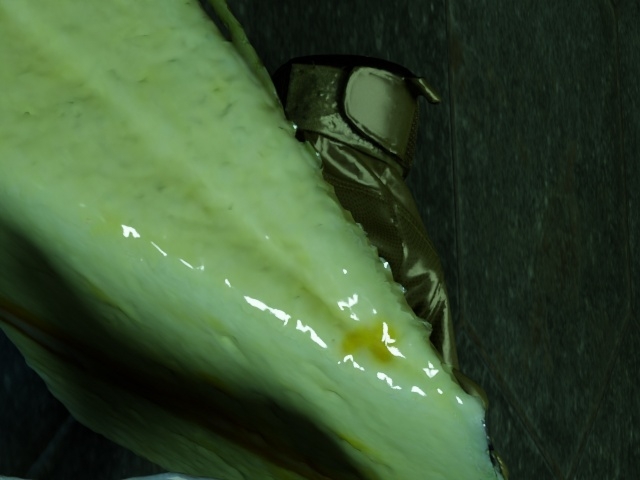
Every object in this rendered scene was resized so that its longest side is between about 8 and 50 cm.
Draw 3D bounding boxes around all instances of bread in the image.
[{"bbox_3d":[0.000,0.000,0.930,0.345,0.405,0.242,80,34,-67],"label":"bread"}]

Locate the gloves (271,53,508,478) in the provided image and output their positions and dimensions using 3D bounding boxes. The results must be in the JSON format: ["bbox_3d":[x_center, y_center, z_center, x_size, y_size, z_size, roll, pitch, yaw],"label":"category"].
[{"bbox_3d":[0.026,0.049,1.252,0.154,0.141,0.331,100,-18,-75],"label":"gloves"}]

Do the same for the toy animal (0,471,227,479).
[{"bbox_3d":[-0.159,0.184,0.695,0.302,0.225,0.284,59,35,-40],"label":"toy animal"}]
